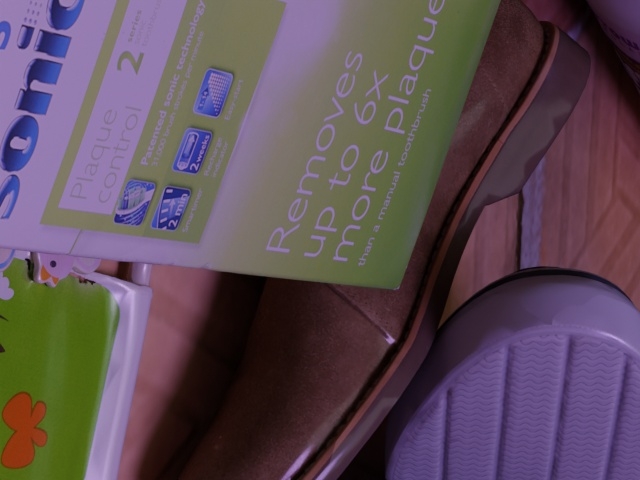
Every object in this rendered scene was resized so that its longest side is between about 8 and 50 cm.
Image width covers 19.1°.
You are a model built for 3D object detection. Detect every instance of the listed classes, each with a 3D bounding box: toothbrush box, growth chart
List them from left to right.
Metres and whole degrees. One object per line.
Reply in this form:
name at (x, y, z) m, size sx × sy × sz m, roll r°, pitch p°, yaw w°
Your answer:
growth chart at (-0.136, 0.063, 0.676) m, size 0.237 × 0.021 × 0.172 m, roll 2°, pitch 95°, yaw -59°
toothbrush box at (-0.054, -0.104, 0.638) m, size 0.283 × 0.122 × 0.206 m, roll 10°, pitch 101°, yaw -57°

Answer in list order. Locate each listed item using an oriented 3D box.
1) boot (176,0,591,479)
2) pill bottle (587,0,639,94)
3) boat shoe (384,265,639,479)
boot at (0.000, 0.000, 0.835) m, size 0.115 × 0.112 × 0.305 m, roll 39°, pitch 66°, yaw -20°
pill bottle at (0.235, -0.154, 1.071) m, size 0.301 × 0.169 × 0.169 m, roll 47°, pitch 59°, yaw -51°
boat shoe at (0.090, 0.093, 0.925) m, size 0.335 × 0.121 × 0.119 m, roll 97°, pitch 1°, yaw -56°
